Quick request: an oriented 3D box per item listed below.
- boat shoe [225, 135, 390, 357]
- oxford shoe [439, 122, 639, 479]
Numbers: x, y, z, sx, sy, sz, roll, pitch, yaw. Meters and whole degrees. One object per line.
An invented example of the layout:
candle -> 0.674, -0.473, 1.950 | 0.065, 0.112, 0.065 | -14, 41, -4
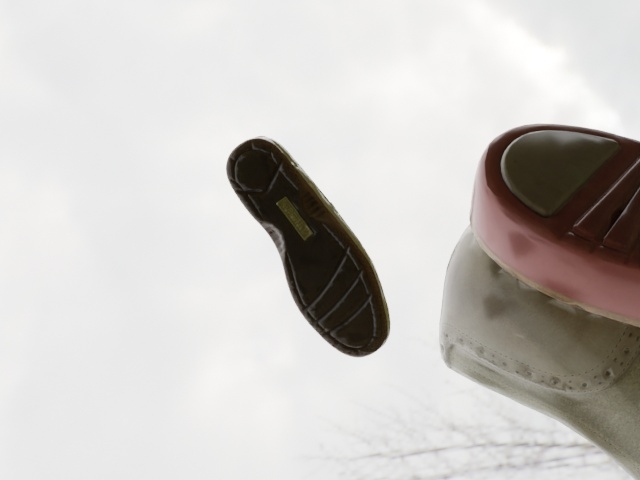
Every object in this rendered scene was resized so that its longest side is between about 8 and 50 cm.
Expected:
boat shoe -> 0.000, 0.000, 1.075 | 0.190, 0.068, 0.072 | 61, -165, 0
oxford shoe -> 0.216, 0.070, 0.602 | 0.348, 0.130, 0.123 | 27, -140, 12
